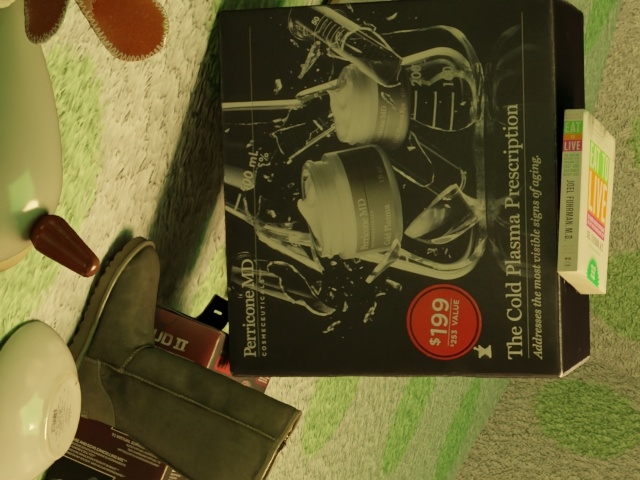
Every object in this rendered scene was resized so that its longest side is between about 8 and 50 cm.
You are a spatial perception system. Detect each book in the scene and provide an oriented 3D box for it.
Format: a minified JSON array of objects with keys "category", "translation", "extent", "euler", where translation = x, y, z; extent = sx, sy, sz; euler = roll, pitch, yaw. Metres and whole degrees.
[{"category":"book","translation":[0.229,-0.033,1.499],"extent":[0.096,0.035,0.144],"euler":[31,61,-65]}]

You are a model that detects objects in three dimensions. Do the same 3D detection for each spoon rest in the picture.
[{"category":"spoon rest","translation":[-0.258,0.203,1.421],"extent":[0.137,0.084,0.276],"euler":[0,97,-75]}]

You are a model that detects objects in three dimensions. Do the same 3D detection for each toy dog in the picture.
[{"category":"toy dog","translation":[-0.178,-0.109,1.087],"extent":[0.220,0.161,0.333],"euler":[-39,146,-62]}]

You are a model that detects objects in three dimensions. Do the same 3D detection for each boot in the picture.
[{"category":"boot","translation":[-0.114,0.115,1.510],"extent":[0.076,0.209,0.189],"euler":[47,65,-73]}]

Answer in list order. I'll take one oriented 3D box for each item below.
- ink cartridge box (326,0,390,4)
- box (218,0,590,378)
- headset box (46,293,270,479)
[{"category":"ink cartridge box","translation":[0.027,-0.156,1.869],"extent":[0.234,0.088,0.193],"euler":[-59,163,-28]},{"category":"box","translation":[0.082,-0.047,1.596],"extent":[0.179,0.313,0.343],"euler":[-6,94,-72]},{"category":"headset box","translation":[-0.155,0.189,1.656],"extent":[0.218,0.110,0.293],"euler":[43,69,-73]}]
